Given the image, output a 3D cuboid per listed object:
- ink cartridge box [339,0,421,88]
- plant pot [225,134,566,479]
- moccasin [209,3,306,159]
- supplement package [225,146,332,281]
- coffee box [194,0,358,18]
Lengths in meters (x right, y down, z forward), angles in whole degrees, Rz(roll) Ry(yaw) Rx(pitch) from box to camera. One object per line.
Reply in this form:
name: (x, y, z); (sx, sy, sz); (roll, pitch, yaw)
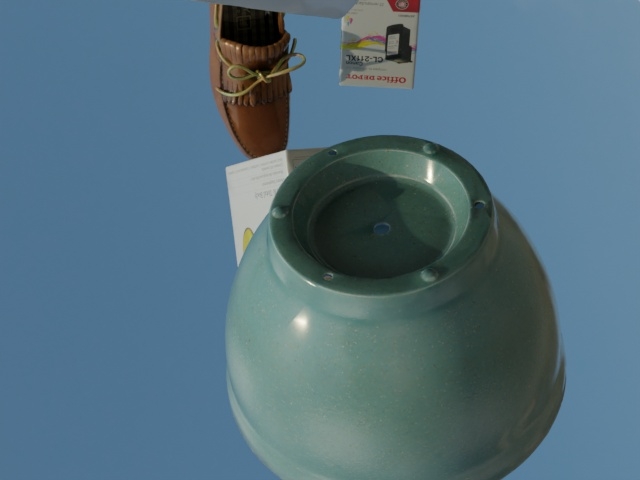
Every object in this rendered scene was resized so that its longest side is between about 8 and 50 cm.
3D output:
ink cartridge box: (0.097, -0.340, 2.068); (0.127, 0.175, 0.072); (3, -152, 2)
plant pot: (0.054, 0.041, 1.028); (0.196, 0.293, 0.293); (81, -163, -46)
moccasin: (-0.103, -0.311, 2.035); (0.139, 0.147, 0.380); (-3, -75, -13)
supplement package: (0.000, 0.000, 1.901); (0.198, 0.199, 0.263); (-7, -91, -30)
coffee box: (-0.065, -0.492, 1.424); (0.337, 0.334, 0.338); (-1, -119, -40)
